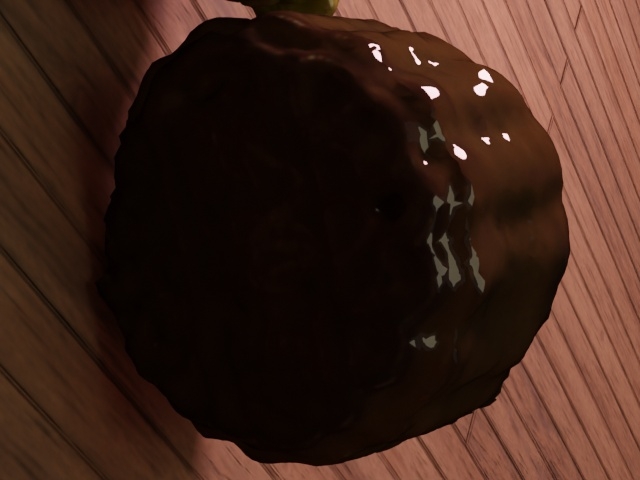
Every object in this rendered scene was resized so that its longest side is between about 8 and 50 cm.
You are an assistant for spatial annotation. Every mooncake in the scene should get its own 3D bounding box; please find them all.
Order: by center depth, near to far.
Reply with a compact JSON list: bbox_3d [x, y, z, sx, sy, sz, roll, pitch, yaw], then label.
[{"bbox_3d":[0.001,-0.002,0.880,0.187,0.324,0.324,-9,93,-56],"label":"mooncake"}]

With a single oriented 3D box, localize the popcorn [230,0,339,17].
[{"bbox_3d":[-0.071,-0.266,0.892,0.235,0.242,0.250,-51,170,-18],"label":"popcorn"}]
